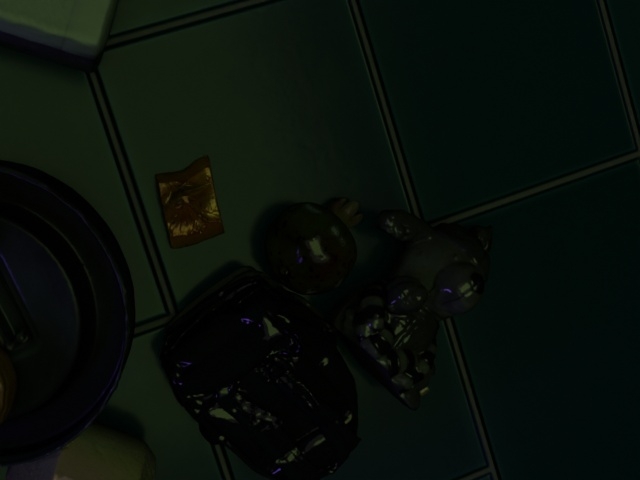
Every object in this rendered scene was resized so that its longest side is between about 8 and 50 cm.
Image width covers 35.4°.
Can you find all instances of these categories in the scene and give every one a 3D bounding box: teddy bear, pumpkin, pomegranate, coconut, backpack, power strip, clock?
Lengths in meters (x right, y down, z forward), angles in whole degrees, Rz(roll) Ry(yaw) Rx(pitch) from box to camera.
[{"bbox_3d":[0.114,0.057,1.207,0.171,0.144,0.251,36,85,-24],"label":"teddy bear"},{"bbox_3d":[-0.153,-0.046,1.193,0.073,0.035,0.101,-16,95,-16],"label":"pumpkin"},{"bbox_3d":[0.000,0.000,1.205,0.142,0.114,0.114,-45,104,-34],"label":"pomegranate"},{"bbox_3d":[-0.273,0.272,1.123,0.153,0.147,0.147,23,87,-19],"label":"coconut"},{"bbox_3d":[-0.057,0.174,1.177,0.206,0.133,0.258,-36,110,8],"label":"backpack"},{"bbox_3d":[-0.330,-0.283,1.080,0.224,0.140,0.139,16,89,-14],"label":"power strip"},{"bbox_3d":[-0.349,0.073,1.036,0.325,0.067,0.325,1,102,4],"label":"clock"}]

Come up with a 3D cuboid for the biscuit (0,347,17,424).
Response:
[{"bbox_3d":[-0.482,0.099,0.990,0.351,0.057,0.312,-1,102,6],"label":"biscuit"}]
